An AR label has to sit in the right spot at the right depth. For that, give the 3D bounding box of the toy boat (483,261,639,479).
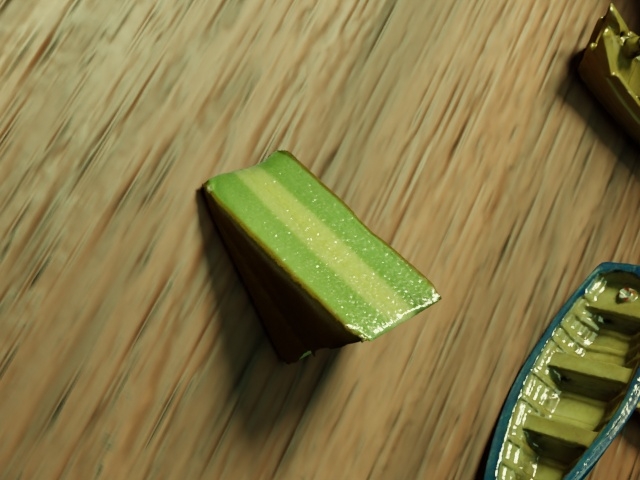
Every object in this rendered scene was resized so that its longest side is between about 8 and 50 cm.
[{"bbox_3d":[0.155,0.108,0.887,0.229,0.080,0.046,-57,144,-29],"label":"toy boat"}]

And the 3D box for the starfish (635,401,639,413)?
[{"bbox_3d":[0.330,0.135,1.001,0.302,0.060,0.299,44,59,-16],"label":"starfish"}]

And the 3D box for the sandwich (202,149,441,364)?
[{"bbox_3d":[0.000,0.000,0.800,0.074,0.074,0.116,-28,94,-37],"label":"sandwich"}]

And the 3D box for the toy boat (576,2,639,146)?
[{"bbox_3d":[0.262,-0.087,1.007,0.206,0.072,0.064,38,57,-22],"label":"toy boat"}]
